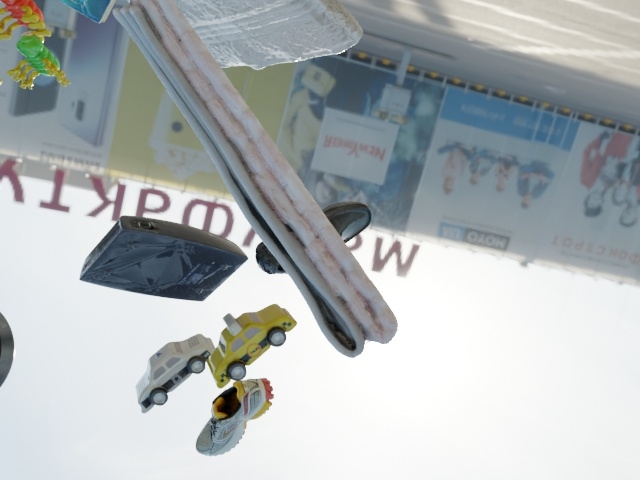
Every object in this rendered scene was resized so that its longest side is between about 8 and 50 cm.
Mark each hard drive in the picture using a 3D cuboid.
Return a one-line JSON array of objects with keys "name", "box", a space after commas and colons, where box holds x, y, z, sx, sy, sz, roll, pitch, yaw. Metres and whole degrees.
[{"name": "hard drive", "box": [-0.274, 0.034, 1.257, 0.254, 0.172, 0.054, 15, -135, -41]}]

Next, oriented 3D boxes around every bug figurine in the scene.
[{"name": "bug figurine", "box": [-0.512, -0.314, 1.075, 0.279, 0.072, 0.216, 1, 155, 11]}]

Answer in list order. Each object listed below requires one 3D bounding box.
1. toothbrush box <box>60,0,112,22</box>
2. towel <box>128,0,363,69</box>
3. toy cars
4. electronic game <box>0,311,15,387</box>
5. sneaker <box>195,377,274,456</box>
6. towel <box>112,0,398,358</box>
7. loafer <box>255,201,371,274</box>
[{"name": "toothbrush box", "box": [-0.480, -0.561, 1.273, 0.295, 0.216, 0.126, 29, -171, -19]}, {"name": "towel", "box": [-0.106, -0.286, 0.882, 0.282, 0.049, 0.187, 5, 161, 45]}, {"name": "toy cars", "box": [-0.223, 0.210, 1.357, 0.087, 0.393, 0.176, 53, -146, -21]}, {"name": "electronic game", "box": [-0.682, 0.206, 1.299, 0.229, 0.229, 0.048, 12, 159, -12]}, {"name": "sneaker", "box": [-0.193, 0.351, 1.434, 0.092, 0.225, 0.088, 16, -149, -41]}, {"name": "towel", "box": [-0.042, -0.045, 0.653, 0.332, 0.053, 0.317, 56, -179, 5]}, {"name": "loafer", "box": [0.000, 0.000, 1.175, 0.223, 0.076, 0.078, -26, -150, -25]}]
